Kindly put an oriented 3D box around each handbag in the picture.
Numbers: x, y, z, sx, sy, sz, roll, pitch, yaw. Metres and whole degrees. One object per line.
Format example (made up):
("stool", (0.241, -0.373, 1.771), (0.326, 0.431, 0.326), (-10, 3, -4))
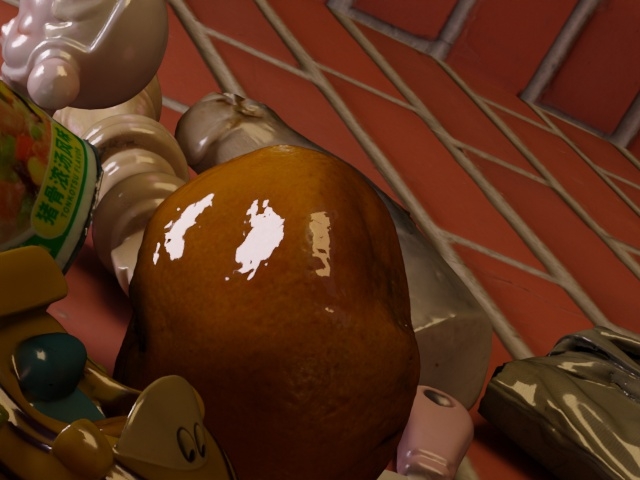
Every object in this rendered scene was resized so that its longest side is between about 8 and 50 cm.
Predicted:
("handbag", (0.293, 0.173, 1.580), (0.253, 0.109, 0.316), (35, 19, 19))

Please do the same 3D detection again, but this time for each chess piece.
("chess piece", (-0.158, -0.056, 1.480), (0.117, 0.117, 0.397), (22, 19, -25))

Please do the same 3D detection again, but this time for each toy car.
("toy car", (-0.127, 0.116, 0.910), (0.248, 0.142, 0.200), (45, 18, 7))

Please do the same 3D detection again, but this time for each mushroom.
("mushroom", (-0.001, -0.001, 1.571), (0.177, 0.126, 0.397), (7, 30, -36))

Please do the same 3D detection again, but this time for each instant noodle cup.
("instant noodle cup", (-0.278, -0.054, 1.150), (0.233, 0.207, 0.207), (29, 14, -31))

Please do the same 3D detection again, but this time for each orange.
("orange", (-0.041, 0.053, 1.165), (0.183, 0.249, 0.249), (6, 24, -21))

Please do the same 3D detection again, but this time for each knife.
("knife", (0.063, 0.180, 1.282), (0.081, 0.043, 0.336), (24, 18, 1))

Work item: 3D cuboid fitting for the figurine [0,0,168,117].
("figurine", (-0.197, -0.122, 1.346), (0.144, 0.256, 0.182), (35, 14, 8))
